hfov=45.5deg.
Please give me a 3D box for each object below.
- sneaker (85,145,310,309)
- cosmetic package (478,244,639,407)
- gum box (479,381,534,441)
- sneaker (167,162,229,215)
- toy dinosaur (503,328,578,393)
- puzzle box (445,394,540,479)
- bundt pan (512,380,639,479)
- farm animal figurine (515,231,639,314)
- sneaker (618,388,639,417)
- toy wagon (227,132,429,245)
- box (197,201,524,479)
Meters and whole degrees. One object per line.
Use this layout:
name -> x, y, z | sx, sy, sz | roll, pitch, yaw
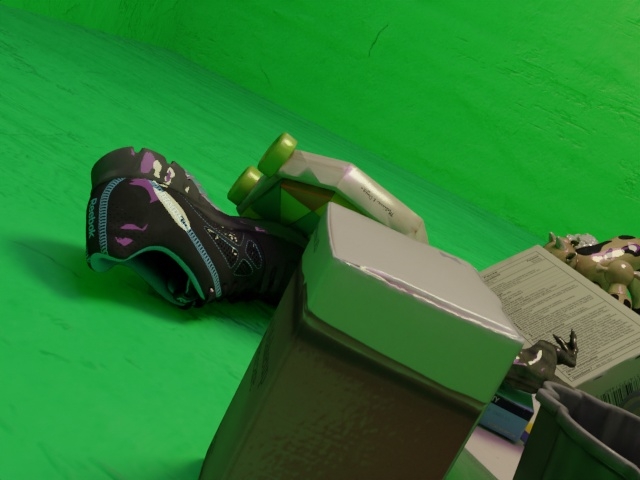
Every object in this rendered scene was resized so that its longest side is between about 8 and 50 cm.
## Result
sneaker -> -0.124, 0.031, 0.888 | 0.341, 0.125, 0.140 | 28, 48, -34
cosmetic package -> 0.336, 0.138, 1.087 | 0.309, 0.160, 0.113 | -126, -167, -63
gum box -> 0.156, 0.137, 0.856 | 0.157, 0.041, 0.184 | 26, 15, 7
sneaker -> -0.205, -0.045, 1.048 | 0.223, 0.083, 0.098 | 35, 22, 32
toy dinosaur -> 0.218, 0.125, 0.790 | 0.268, 0.064, 0.118 | 24, 20, 5
puzzle box -> 0.183, 0.202, 0.859 | 0.272, 0.052, 0.409 | 14, 18, -39
bundt pan -> 0.262, 0.229, 0.494 | 0.331, 0.124, 0.331 | 28, 6, -3
farm animal figurine -> 0.464, 0.069, 1.334 | 0.326, 0.172, 0.330 | -19, 25, -26
sneaker -> 0.355, 0.223, 0.760 | 0.121, 0.111, 0.300 | 21, 13, -4
toy wagon -> 0.000, 0.000, 1.006 | 0.267, 0.068, 0.344 | 37, -27, -12
box -> 0.013, 0.113, 0.519 | 0.127, 0.232, 0.148 | 24, 13, -7
